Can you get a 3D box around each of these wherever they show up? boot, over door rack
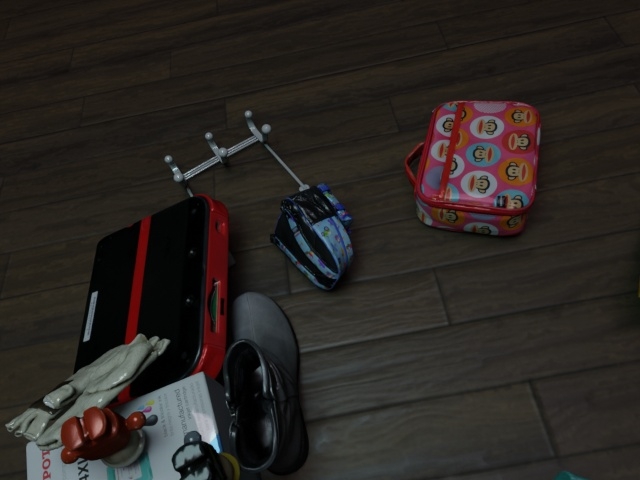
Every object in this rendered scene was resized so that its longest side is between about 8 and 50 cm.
[{"bbox_3d":[-0.097,0.196,0.782,0.118,0.222,0.338,-20,59,-3],"label":"boot"},{"bbox_3d":[-0.182,-0.138,1.064,0.239,0.108,0.324,-31,60,-9],"label":"over door rack"}]

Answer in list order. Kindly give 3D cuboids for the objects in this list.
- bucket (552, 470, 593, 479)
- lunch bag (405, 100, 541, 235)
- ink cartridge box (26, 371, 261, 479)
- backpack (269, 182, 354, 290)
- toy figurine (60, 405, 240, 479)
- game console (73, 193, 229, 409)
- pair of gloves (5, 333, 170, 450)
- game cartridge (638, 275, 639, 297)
[{"bbox_3d":[0.345,0.424,0.555,0.183,0.281,0.281,19,64,21],"label":"bucket"},{"bbox_3d":[0.306,-0.157,0.997,0.258,0.120,0.293,8,60,18],"label":"lunch bag"},{"bbox_3d":[-0.248,0.360,0.724,0.270,0.197,0.198,-22,59,-4],"label":"ink cartridge box"},{"bbox_3d":[0.000,0.000,0.929,0.117,0.158,0.173,-29,72,-29],"label":"backpack"},{"bbox_3d":[-0.216,0.313,0.553,0.210,0.148,0.213,11,60,8],"label":"toy figurine"},{"bbox_3d":[-0.321,0.115,0.915,0.342,0.060,0.386,-21,55,25],"label":"game console"},{"bbox_3d":[-0.340,0.210,0.708,0.240,0.042,0.204,-19,19,45],"label":"pair of gloves"},{"bbox_3d":[0.713,0.056,0.793,0.324,0.052,0.285,24,47,20],"label":"game cartridge"}]
